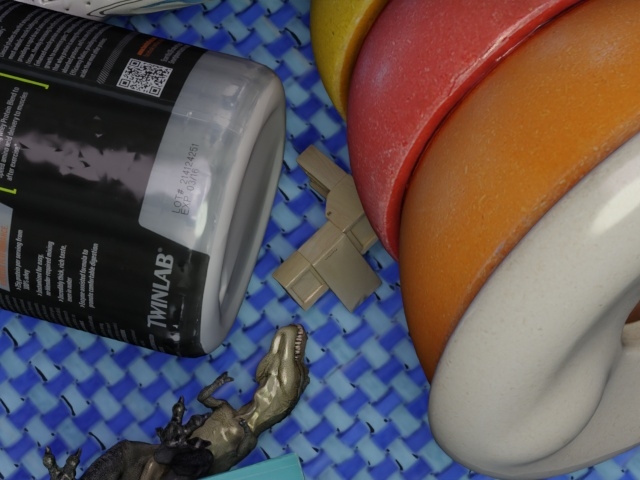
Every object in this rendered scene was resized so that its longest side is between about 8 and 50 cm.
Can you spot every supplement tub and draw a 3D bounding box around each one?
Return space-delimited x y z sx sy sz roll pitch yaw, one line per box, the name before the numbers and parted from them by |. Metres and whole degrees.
supplement tub | -0.193 -0.053 1.100 0.316 0.193 0.193 15 80 6

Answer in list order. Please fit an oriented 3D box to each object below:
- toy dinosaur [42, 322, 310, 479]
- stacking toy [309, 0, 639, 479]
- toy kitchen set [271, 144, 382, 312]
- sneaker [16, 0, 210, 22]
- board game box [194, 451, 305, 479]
toy dinosaur | -0.108 0.145 1.093 0.268 0.118 0.064 -38 67 -5
stacking toy | 0.104 -0.125 1.072 0.351 0.350 0.480 -35 63 -4
toy kitchen set | 0.000 0.000 1.158 0.083 0.068 0.075 -44 51 -5
sneaker | -0.144 -0.187 1.179 0.237 0.086 0.085 -15 80 2
board game box | -0.035 0.268 0.948 0.079 0.336 0.253 -14 78 -12
